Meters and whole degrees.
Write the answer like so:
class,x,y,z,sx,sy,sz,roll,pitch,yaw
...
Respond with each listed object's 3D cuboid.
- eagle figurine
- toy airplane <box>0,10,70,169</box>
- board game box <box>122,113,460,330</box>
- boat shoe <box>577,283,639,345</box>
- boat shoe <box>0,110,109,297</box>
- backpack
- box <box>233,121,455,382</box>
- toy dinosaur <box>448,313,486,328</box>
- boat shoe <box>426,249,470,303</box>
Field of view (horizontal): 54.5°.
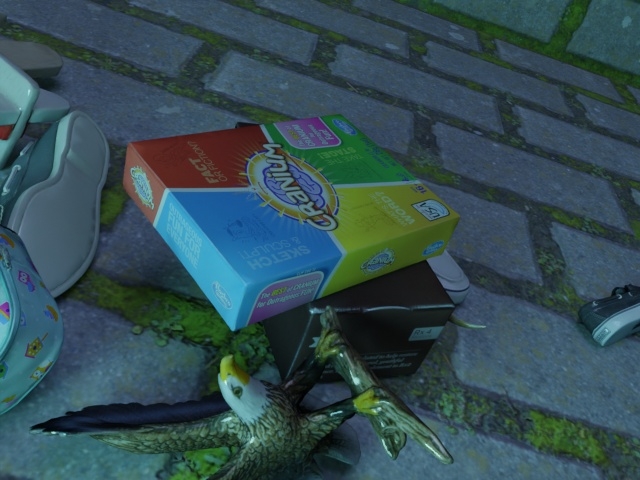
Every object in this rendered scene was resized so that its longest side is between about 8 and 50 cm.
class,x,y,z,sx,sy,sz,roll,pitch,yaw
eagle figurine,-0.077,0.188,0.569,0.298,0.225,0.226,-31,11,-14
toy airplane,-0.543,-0.256,0.844,0.386,0.272,0.385,38,31,-45
board game box,-0.028,-0.044,0.723,0.316,0.064,0.242,-17,50,-39
boat shoe,0.506,0.107,1.018,0.228,0.080,0.076,-15,51,-29
boat shoe,-0.350,-0.039,0.786,0.099,0.116,0.320,-20,44,16
backpack,-0.339,0.069,0.565,0.166,0.144,0.188,-39,71,-7
box,0.000,0.000,0.847,0.191,0.143,0.381,1,39,-25
toy dinosaur,0.139,0.079,0.851,0.053,0.093,0.183,-5,44,-30
boat shoe,0.132,-0.013,0.967,0.096,0.088,0.267,-15,49,-39
